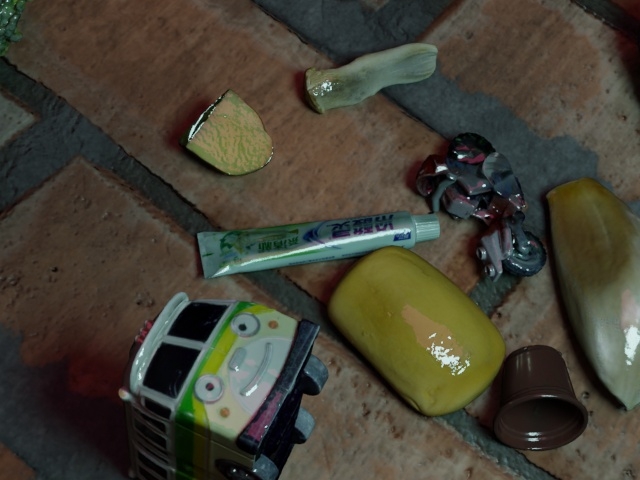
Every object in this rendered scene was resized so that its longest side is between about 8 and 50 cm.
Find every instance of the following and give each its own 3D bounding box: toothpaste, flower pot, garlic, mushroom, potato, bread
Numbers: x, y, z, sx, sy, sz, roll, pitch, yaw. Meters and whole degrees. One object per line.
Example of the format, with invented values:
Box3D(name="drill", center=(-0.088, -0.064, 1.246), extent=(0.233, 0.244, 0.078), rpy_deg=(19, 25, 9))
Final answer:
Box3D(name="toothpaste", center=(0.000, 0.000, 1.471), extent=(0.297, 0.048, 0.074), rpy_deg=(-7, 50, -11))
Box3D(name="flower pot", center=(0.248, 0.175, 1.389), extent=(0.111, 0.111, 0.089), rpy_deg=(5, 47, -7))
Box3D(name="garlic", center=(0.367, 0.051, 1.482), extent=(0.143, 0.112, 0.318), rpy_deg=(-5, 51, -9))
Box3D(name="mushroom", center=(0.067, -0.222, 1.603), extent=(0.202, 0.059, 0.054), rpy_deg=(-21, 30, -21))
Box3D(name="potato", center=(-0.109, -0.120, 1.509), extent=(0.096, 0.066, 0.103), rpy_deg=(-45, 85, -2))
Box3D(name="bread", center=(0.115, 0.097, 1.408), extent=(0.217, 0.098, 0.147), rpy_deg=(42, 59, 13))

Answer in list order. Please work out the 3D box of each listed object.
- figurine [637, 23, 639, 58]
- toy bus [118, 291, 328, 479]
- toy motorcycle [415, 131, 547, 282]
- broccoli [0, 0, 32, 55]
Box3D(name="figurine", center=(0.514, -0.212, 1.592), extent=(0.175, 0.197, 0.265), rpy_deg=(0, 81, -10))
Box3D(name="toy bus", center=(-0.105, 0.171, 1.210), extent=(0.179, 0.305, 0.143), rpy_deg=(25, 61, 8))
Box3D(name="toy motorcycle", center=(0.197, -0.043, 1.504), extent=(0.122, 0.082, 0.213), rpy_deg=(-15, 64, -18))
Box3D(name="broccoli", center=(-0.478, -0.306, 1.504), extent=(0.288, 0.247, 0.245), rpy_deg=(0, 24, 2))
